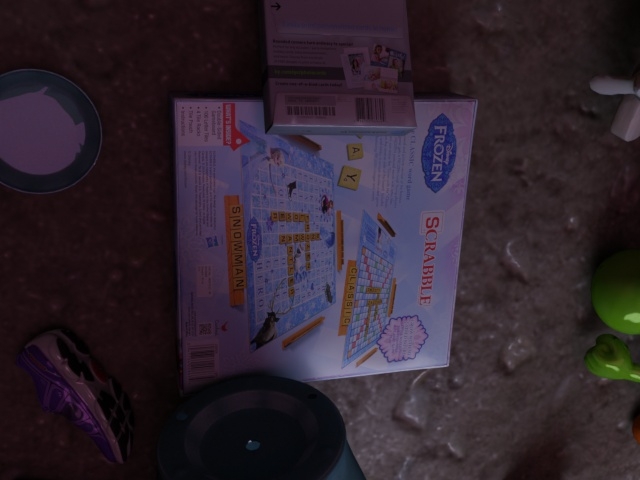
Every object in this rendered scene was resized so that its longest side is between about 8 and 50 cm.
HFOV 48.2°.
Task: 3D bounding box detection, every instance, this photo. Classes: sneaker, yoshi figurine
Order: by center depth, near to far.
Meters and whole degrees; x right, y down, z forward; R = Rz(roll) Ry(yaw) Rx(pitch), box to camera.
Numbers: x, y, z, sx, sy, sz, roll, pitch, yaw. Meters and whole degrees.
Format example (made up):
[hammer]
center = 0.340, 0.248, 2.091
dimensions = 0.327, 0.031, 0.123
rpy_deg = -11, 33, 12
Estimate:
[sneaker]
center = -0.261, 0.172, 0.771
dimensions = 0.071, 0.068, 0.170
rpy_deg = -27, 107, 10
[yoshi figurine]
center = 0.458, 0.134, 0.945
dimensions = 0.203, 0.204, 0.362
rpy_deg = -6, 135, 27

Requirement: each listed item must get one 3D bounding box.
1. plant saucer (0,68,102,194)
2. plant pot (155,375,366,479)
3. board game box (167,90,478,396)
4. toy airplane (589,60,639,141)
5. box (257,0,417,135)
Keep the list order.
[plant saucer]
center = -0.270, -0.104, 0.681
dimensions = 0.119, 0.021, 0.119
rpy_deg = -6, 111, -15
[plant pot]
center = -0.059, 0.293, 0.735
dimensions = 0.271, 0.272, 0.255
rpy_deg = -10, 119, -14
[board game box]
center = 0.000, 0.000, 0.779
dimensions = 0.317, 0.066, 0.319
rpy_deg = -2, 109, -16
[toy airplane]
center = 0.399, -0.314, 0.676
dimensions = 0.384, 0.272, 0.386
rpy_deg = -36, 131, 8
[box]
center = 0.014, -0.195, 0.688
dimensions = 0.145, 0.038, 0.186
rpy_deg = -3, 85, -17
